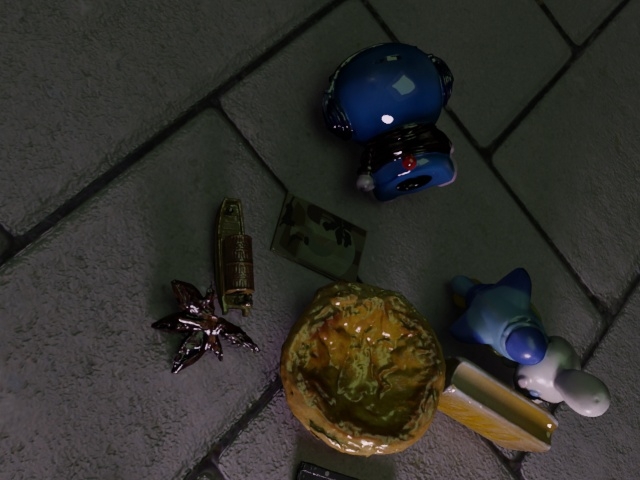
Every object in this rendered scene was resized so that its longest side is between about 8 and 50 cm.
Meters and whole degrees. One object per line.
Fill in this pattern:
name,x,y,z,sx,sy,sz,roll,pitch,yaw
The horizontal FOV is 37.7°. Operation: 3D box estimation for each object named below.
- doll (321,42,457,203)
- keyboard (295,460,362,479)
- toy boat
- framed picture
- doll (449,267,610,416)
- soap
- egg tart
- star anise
doll,0.151,-0.259,1.944,0.284,0.240,0.310,-13,75,-5
keyboard,0.050,0.484,1.785,0.231,0.023,0.072,24,71,-24
toy boat,-0.160,0.029,1.754,0.068,0.088,0.226,5,74,-30
framed picture,0.000,0.000,1.908,0.200,0.010,0.136,26,63,-22
doll,0.403,0.214,1.918,0.187,0.376,0.366,-39,86,-25
soap,0.331,0.334,1.915,0.274,0.173,0.089,32,69,-19
egg tart,0.078,0.246,1.787,0.340,0.129,0.342,3,76,-11
star anise,-0.224,0.162,1.686,0.157,0.053,0.212,-35,112,-5
